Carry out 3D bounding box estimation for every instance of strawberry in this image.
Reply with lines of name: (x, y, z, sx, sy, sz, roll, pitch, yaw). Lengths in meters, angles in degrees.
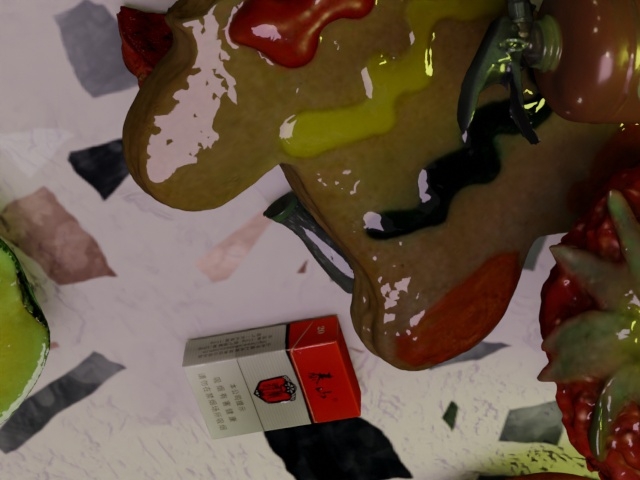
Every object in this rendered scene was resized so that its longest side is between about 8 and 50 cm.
strawberry: (0.317, 0.074, 1.166, 0.292, 0.292, 0.343, -22, 167, 18)

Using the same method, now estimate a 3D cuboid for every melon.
melon: (-0.346, 0.055, 1.332, 0.169, 0.129, 0.265, -21, 123, -9)

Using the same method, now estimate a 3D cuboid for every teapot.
teapot: (0.000, 0.000, 1.316, 0.110, 0.043, 0.043, 40, 119, -22)

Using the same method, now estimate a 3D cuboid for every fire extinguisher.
fire extinguisher: (0.269, -0.168, 1.106, 0.376, 0.200, 0.113, -2, 153, -17)

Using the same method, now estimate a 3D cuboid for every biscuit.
biscuit: (0.066, -0.090, 1.140, 0.368, 0.076, 0.394, -42, 118, 1)

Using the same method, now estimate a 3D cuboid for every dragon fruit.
dragon fruit: (-0.098, -0.118, 1.189, 0.162, 0.106, 0.083, 17, 127, -13)

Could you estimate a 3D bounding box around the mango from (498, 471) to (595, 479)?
mango: (0.183, 0.316, 1.493, 0.289, 0.129, 0.146, -23, 133, 23)

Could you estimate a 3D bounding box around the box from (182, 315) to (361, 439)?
box: (-0.045, 0.133, 1.415, 0.152, 0.048, 0.100, -9, 128, 12)
